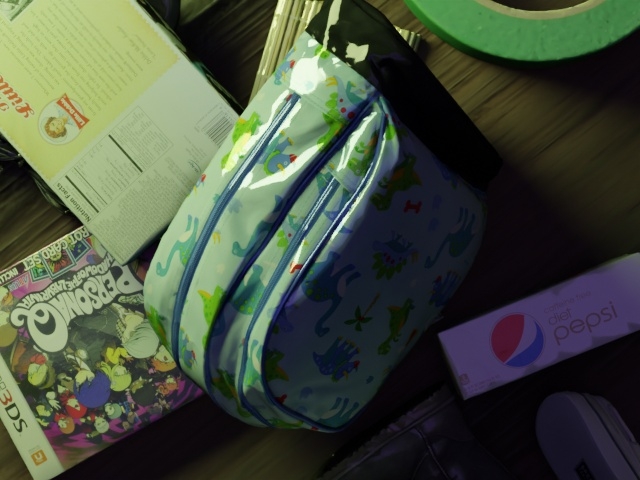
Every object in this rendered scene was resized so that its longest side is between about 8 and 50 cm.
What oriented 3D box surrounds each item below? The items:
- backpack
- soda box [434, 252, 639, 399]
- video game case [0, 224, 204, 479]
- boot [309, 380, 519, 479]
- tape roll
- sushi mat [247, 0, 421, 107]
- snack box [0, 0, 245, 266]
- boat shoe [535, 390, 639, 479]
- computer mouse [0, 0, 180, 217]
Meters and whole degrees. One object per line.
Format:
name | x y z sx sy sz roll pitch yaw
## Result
backpack | 0.000 0.000 1.356 0.355 0.290 0.273 -40 58 6
soda box | 0.225 0.084 1.467 0.216 0.069 0.074 -22 88 2
video game case | -0.233 0.101 1.495 0.232 0.042 0.210 -29 88 1
boot | 0.116 0.269 1.471 0.189 0.076 0.208 -33 94 3
tape roll | 0.214 -0.334 1.468 0.321 0.077 0.321 0 91 2
sushi mat | -0.011 -0.085 1.506 0.151 0.019 0.317 16 89 3
snack box | -0.227 -0.155 1.429 0.187 0.060 0.322 -41 92 9
boat shoe | 0.298 0.253 1.407 0.084 0.095 0.258 1 55 -36
computer mouse | -0.237 -0.179 1.496 0.188 0.072 0.272 36 101 2
